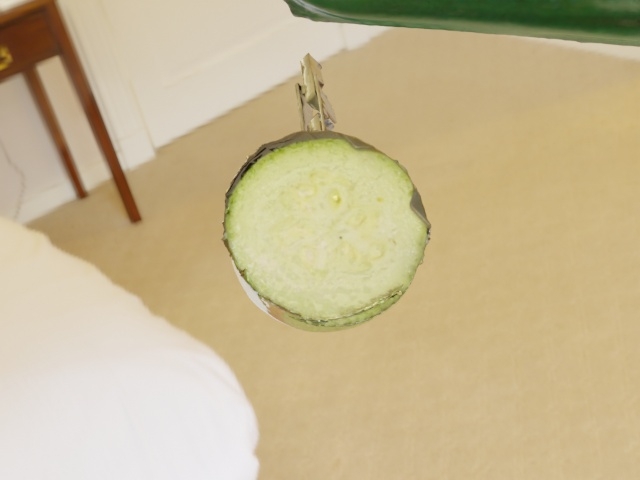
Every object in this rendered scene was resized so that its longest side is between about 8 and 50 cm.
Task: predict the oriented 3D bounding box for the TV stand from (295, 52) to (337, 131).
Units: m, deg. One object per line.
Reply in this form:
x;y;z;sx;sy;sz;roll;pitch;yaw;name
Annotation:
-0.005;-0.180;1.442;0.042;0.036;0.249;-41;29;20;TV stand

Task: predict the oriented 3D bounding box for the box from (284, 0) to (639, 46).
0.071;-0.240;0.584;0.336;0.264;0.106;12;59;35;box

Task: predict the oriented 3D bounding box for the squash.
-0.003;0.004;1.137;0.220;0.133;0.220;5;61;-9;squash
